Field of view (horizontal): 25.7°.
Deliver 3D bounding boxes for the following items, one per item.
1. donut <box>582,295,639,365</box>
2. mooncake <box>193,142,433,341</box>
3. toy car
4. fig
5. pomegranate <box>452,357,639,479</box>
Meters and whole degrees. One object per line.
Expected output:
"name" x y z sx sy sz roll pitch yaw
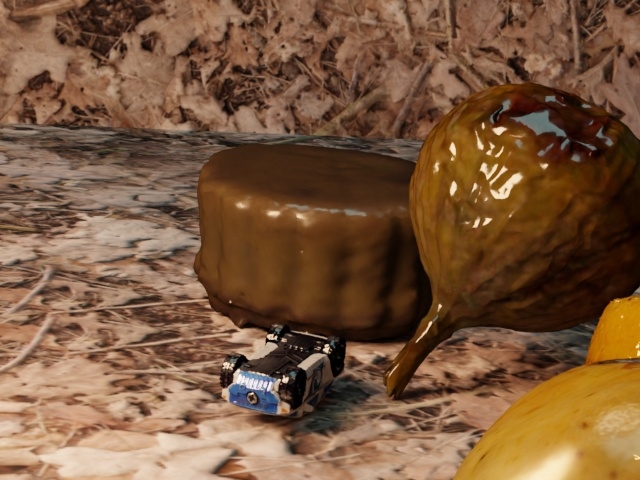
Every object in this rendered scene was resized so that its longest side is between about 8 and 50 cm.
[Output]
"donut" 0.391 0.130 1.420 0.253 0.118 0.253 15 -7 2
"mooncake" 0.001 -0.001 1.728 0.324 0.187 0.324 4 16 -1
"toy car" -0.032 0.134 1.404 0.080 0.070 0.171 10 17 21
"fig" 0.192 0.028 1.498 0.286 0.368 0.286 31 -13 8
"pomegranate" 0.211 0.210 0.730 0.333 0.332 0.332 5 14 -1
